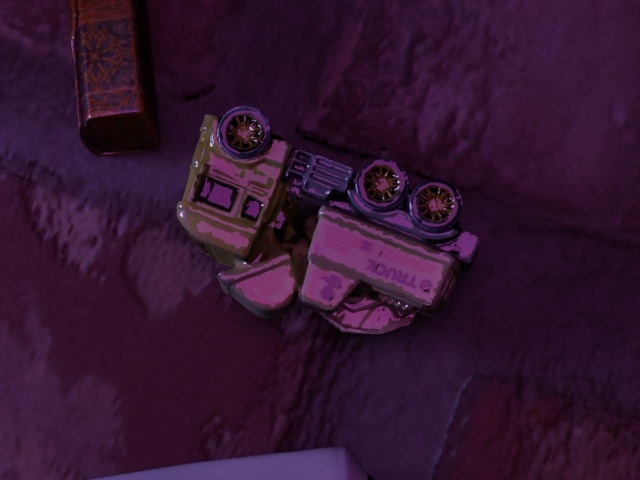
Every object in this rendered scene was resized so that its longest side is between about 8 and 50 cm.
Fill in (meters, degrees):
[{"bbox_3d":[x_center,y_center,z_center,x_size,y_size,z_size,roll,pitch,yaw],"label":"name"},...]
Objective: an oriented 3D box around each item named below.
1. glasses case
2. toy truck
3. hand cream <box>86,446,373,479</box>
[{"bbox_3d":[-0.145,-0.171,1.081,0.049,0.075,0.218,-8,74,2],"label":"glasses case"},{"bbox_3d":[0.000,0.000,1.025,0.191,0.085,0.116,21,80,5],"label":"toy truck"},{"bbox_3d":[-0.120,0.193,0.995,0.320,0.067,0.109,-13,75,5],"label":"hand cream"}]
